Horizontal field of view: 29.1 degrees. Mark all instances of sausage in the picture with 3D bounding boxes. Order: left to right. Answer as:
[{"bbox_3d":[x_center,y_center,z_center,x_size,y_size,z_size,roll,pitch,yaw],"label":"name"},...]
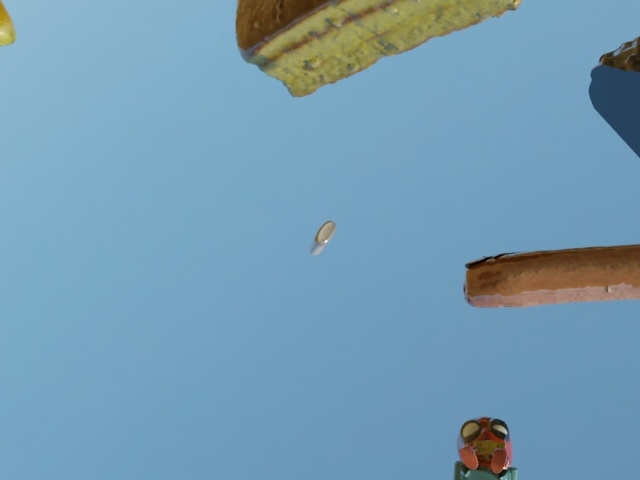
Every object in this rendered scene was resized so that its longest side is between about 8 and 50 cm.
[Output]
[{"bbox_3d":[0.187,0.025,0.827,0.186,0.043,0.043,-4,-133,16],"label":"sausage"}]

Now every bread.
[{"bbox_3d":[0.042,-0.236,0.956,0.234,0.110,0.184,-18,-127,39],"label":"bread"}]

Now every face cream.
[{"bbox_3d":[0.000,0.000,1.649,0.021,0.083,0.040,36,-109,0],"label":"face cream"}]

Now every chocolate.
[{"bbox_3d":[0.532,-0.234,1.801,0.177,0.224,0.206,-47,-174,-14],"label":"chocolate"}]

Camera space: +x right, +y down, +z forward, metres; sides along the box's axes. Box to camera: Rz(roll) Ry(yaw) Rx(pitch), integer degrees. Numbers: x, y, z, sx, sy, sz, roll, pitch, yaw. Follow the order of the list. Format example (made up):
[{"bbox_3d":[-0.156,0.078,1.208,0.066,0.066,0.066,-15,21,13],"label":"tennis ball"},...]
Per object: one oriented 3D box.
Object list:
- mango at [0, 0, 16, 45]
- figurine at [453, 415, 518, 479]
[{"bbox_3d":[-0.428,-0.296,1.433,0.066,0.187,0.101,-43,180,42],"label":"mango"},{"bbox_3d":[0.176,0.232,1.308,0.068,0.075,0.140,1,-172,10],"label":"figurine"}]
